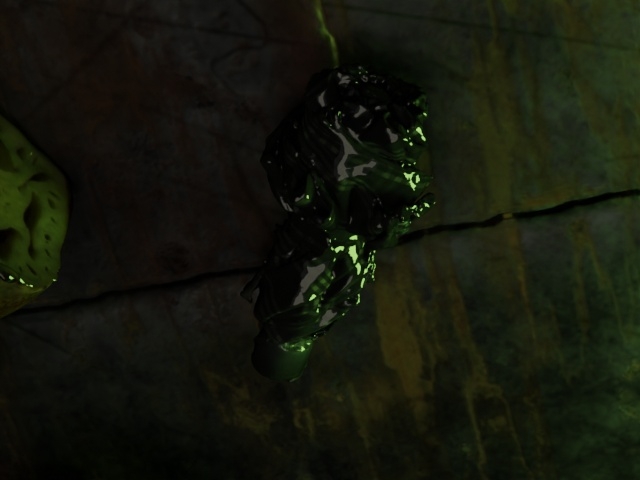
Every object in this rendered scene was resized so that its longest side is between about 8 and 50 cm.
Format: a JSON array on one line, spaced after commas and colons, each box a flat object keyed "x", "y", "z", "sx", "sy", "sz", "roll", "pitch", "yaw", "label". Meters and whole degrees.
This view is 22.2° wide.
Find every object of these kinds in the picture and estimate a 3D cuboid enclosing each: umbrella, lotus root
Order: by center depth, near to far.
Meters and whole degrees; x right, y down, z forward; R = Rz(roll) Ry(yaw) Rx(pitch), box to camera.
[{"x": -0.348, "y": -0.015, "z": 1.465, "sx": 0.180, "sy": 0.188, "sz": 0.199, "roll": -30, "pitch": 117, "yaw": 28, "label": "lotus root"}, {"x": -0.011, "y": -0.005, "z": 1.473, "sx": 0.154, "sy": 0.128, "sz": 0.337, "roll": 26, "pitch": 123, "yaw": -12, "label": "umbrella"}]
